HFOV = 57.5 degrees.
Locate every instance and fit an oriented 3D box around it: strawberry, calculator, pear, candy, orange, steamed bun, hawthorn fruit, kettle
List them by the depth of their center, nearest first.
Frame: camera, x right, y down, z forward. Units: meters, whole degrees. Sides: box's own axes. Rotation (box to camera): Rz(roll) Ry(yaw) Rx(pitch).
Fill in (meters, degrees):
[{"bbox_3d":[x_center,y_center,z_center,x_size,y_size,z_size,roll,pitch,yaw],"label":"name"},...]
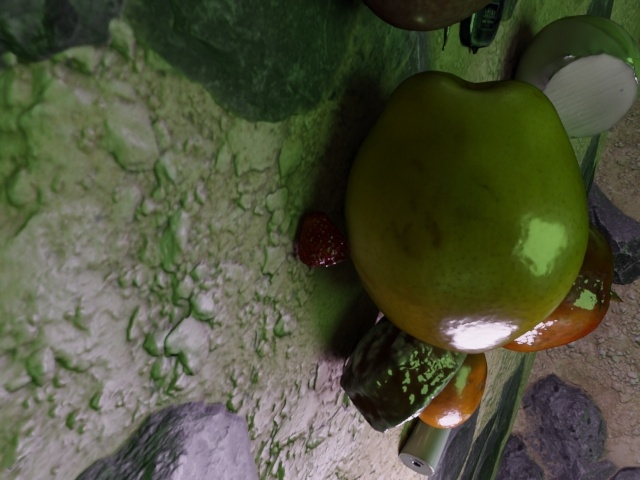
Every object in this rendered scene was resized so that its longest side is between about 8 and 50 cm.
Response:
[{"bbox_3d":[0.000,0.000,0.838,0.073,0.073,0.083,-40,124,-43],"label":"strawberry"},{"bbox_3d":[0.211,-0.036,0.875,0.362,0.363,0.418,-26,122,-52],"label":"pear"},{"bbox_3d":[0.155,0.204,1.058,0.157,0.214,0.289,53,46,-7],"label":"candy"},{"bbox_3d":[0.332,-0.507,1.151,0.177,0.040,0.268,-24,129,-50],"label":"calculator"},{"bbox_3d":[0.288,0.314,1.364,0.240,0.171,0.240,-25,122,-49],"label":"orange"},{"bbox_3d":[0.629,-0.422,1.457,0.309,0.309,0.309,-34,132,-47],"label":"steamed bun"},{"bbox_3d":[0.585,0.109,1.535,0.403,0.403,0.402,-34,132,-47],"label":"hawthorn fruit"},{"bbox_3d":[0.284,0.539,1.548,0.148,0.098,0.126,-53,139,-35],"label":"kettle"}]

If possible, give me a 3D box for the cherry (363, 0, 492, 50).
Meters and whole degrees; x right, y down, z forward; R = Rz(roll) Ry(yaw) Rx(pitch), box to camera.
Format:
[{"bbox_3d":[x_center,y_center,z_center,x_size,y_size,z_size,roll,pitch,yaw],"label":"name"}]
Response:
[{"bbox_3d":[0.148,-0.382,0.739,0.236,0.213,0.285,-53,136,-45],"label":"cherry"}]
